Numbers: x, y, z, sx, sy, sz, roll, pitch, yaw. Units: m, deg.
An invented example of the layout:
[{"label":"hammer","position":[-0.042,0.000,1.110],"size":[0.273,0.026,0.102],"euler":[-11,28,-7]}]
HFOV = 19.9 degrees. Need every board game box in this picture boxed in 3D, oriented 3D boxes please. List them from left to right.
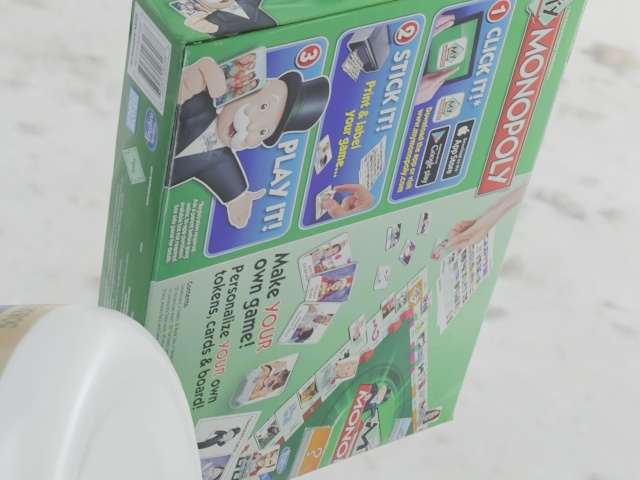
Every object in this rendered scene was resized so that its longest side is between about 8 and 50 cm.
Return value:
[{"label":"board game box","position":[0.000,0.000,0.868],"size":[0.213,0.317,0.046],"euler":[-17,50,-29]}]

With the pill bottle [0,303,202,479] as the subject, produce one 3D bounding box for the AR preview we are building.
[{"label":"pill bottle","position":[-0.177,0.094,0.520],"size":[0.264,0.153,0.153],"euler":[0,20,13]}]
